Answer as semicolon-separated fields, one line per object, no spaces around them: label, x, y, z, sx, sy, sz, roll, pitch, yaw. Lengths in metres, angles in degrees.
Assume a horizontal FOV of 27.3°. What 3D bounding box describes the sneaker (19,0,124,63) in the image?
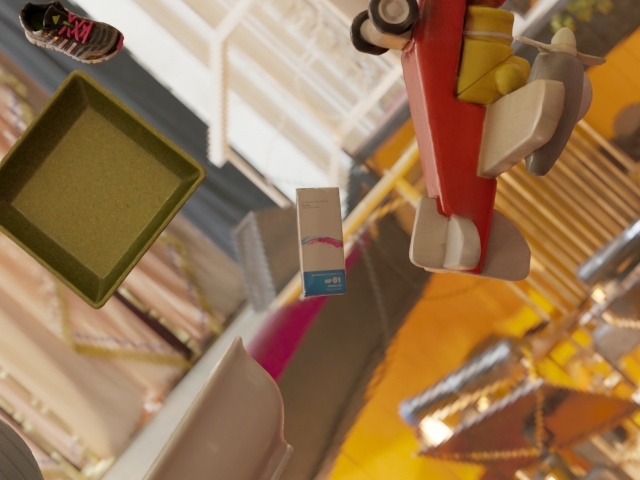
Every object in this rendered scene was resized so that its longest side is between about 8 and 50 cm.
sneaker;-0.368;-0.307;1.911;0.063;0.170;0.075;-68;-21;-14

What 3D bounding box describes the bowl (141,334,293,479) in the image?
bowl;-0.125;0.269;1.552;0.298;0.134;0.298;-56;1;2

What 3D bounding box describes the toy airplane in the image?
toy airplane;0.210;-0.137;1.607;0.386;0.272;0.384;-113;15;-46

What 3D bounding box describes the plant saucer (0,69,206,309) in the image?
plant saucer;-0.243;-0.053;1.405;0.188;0.188;0.045;-51;-9;-1

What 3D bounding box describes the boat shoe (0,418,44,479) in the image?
boat shoe;-0.381;0.336;1.605;0.094;0.302;0.109;-23;18;26

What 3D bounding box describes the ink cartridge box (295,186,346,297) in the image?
ink cartridge box;0.000;0.000;1.503;0.052;0.123;0.088;-5;1;-2
